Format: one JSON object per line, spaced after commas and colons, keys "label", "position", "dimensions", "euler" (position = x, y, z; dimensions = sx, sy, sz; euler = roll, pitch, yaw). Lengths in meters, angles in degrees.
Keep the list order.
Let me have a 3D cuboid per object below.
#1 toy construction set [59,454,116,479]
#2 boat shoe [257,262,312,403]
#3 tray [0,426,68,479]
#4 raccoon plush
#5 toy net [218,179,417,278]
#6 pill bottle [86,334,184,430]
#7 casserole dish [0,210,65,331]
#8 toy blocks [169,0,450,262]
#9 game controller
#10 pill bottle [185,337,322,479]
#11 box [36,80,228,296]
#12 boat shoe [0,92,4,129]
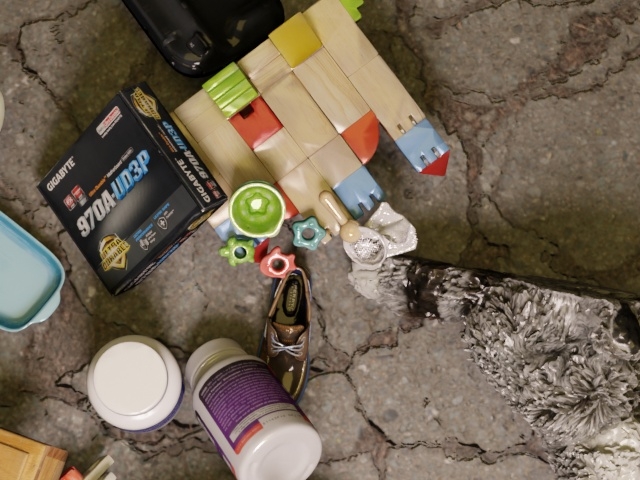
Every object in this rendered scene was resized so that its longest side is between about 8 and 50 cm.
{"label": "toy construction set", "position": [-0.217, 0.413, 1.738], "dimensions": [0.215, 0.151, 0.328], "euler": [-43, 85, -9]}
{"label": "boat shoe", "position": [-0.044, 0.117, 1.840], "dimensions": [0.066, 0.066, 0.183], "euler": [2, 80, -3]}
{"label": "tray", "position": [-0.518, 0.272, 1.727], "dimensions": [0.411, 0.076, 0.203], "euler": [16, 79, 18]}
{"label": "raccoon plush", "position": [0.241, 0.192, 1.829], "dimensions": [0.446, 0.216, 0.299], "euler": [12, 95, 29]}
{"label": "toy net", "position": [0.000, 0.000, 1.771], "dimensions": [0.232, 0.045, 0.122], "euler": [11, 106, -5]}
{"label": "pill bottle", "position": [-0.218, 0.169, 1.761], "dimensions": [0.112, 0.187, 0.112], "euler": [1, 81, -3]}
{"label": "casserole dish", "position": [-0.403, 0.033, 1.850], "dimensions": [0.188, 0.037, 0.114], "euler": [38, 81, 4]}
{"label": "toy blocks", "position": [-0.024, -0.113, 1.839], "dimensions": [0.381, 0.191, 0.261], "euler": [-37, 93, 2]}
{"label": "game controller", "position": [-0.185, -0.352, 1.894], "dimensions": [0.166, 0.067, 0.319], "euler": [-29, 71, -21]}
{"label": "pill bottle", "position": [-0.087, 0.203, 1.765], "dimensions": [0.108, 0.108, 0.193], "euler": [-33, 45, -8]}
{"label": "box", "position": [-0.230, -0.059, 1.796], "dimensions": [0.051, 0.220, 0.175], "euler": [-29, 82, -48]}
{"label": "boat shoe", "position": [-0.525, -0.071, 1.827], "dimensions": [0.127, 0.113, 0.340], "euler": [35, 88, -42]}
